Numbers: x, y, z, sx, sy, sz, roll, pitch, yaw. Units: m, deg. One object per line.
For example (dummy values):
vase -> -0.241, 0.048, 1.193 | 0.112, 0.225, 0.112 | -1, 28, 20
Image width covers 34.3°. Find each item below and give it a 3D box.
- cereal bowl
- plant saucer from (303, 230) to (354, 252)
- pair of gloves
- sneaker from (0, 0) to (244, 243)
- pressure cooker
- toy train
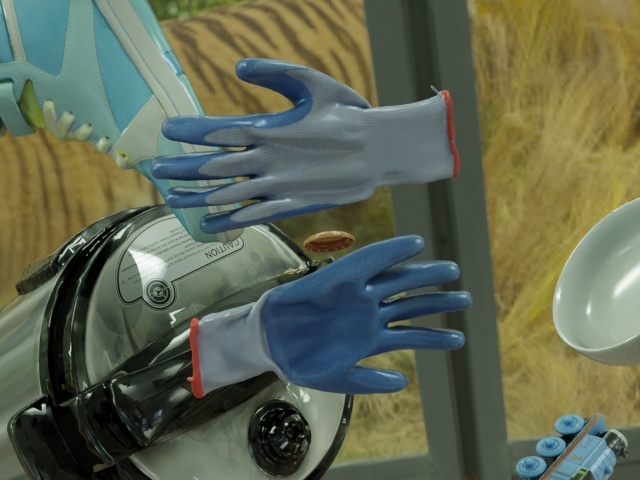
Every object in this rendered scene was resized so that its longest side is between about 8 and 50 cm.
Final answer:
cereal bowl -> 0.599, 0.089, 1.903 | 0.339, 0.141, 0.339 | -45, 24, 26
plant saucer -> 0.014, 0.001, 1.681 | 0.083, 0.083, 0.013 | -9, 73, 4
pair of gloves -> 0.000, 0.000, 0.532 | 0.159, 0.198, 0.023 | -10, 26, -10
sneaker -> -0.213, -0.106, 0.912 | 0.208, 0.319, 0.127 | -28, -1, -3
pressure cooker -> -0.165, 0.154, 1.167 | 0.420, 0.375, 0.370 | -28, 43, 50
toy train -> 0.347, 0.312, 1.423 | 0.105, 0.080, 0.184 | 12, 39, 46
